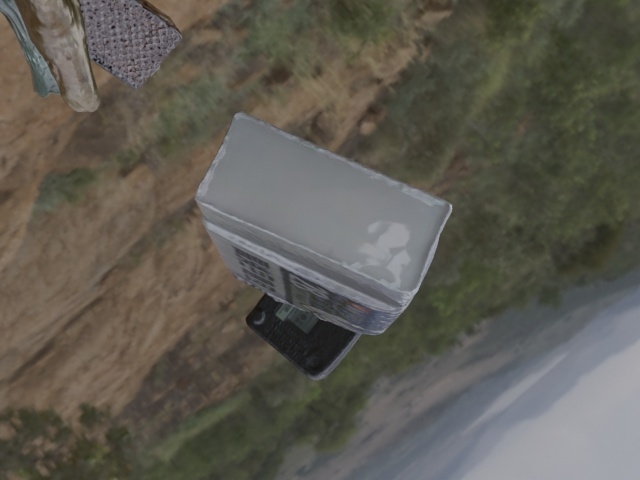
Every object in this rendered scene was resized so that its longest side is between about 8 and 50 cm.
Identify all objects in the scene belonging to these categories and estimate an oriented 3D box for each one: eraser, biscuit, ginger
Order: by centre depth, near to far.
[{"bbox_3d":[0.000,0.000,0.567,0.210,0.125,0.068,94,22,-79],"label":"eraser"},{"bbox_3d":[-0.294,-0.300,0.972,0.080,0.332,0.166,-11,179,-5],"label":"ginger"},{"bbox_3d":[-0.356,-0.343,1.253,0.107,0.073,0.388,-47,132,12],"label":"biscuit"}]

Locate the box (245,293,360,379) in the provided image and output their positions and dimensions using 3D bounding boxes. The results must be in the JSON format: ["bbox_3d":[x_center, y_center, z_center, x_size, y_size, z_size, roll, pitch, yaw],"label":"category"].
[{"bbox_3d":[-0.010,0.086,1.143,0.126,0.125,0.027,-53,167,6],"label":"box"}]

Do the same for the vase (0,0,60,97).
[{"bbox_3d":[-0.360,-0.264,1.214,0.081,0.081,0.148,-36,135,-16],"label":"vase"}]
